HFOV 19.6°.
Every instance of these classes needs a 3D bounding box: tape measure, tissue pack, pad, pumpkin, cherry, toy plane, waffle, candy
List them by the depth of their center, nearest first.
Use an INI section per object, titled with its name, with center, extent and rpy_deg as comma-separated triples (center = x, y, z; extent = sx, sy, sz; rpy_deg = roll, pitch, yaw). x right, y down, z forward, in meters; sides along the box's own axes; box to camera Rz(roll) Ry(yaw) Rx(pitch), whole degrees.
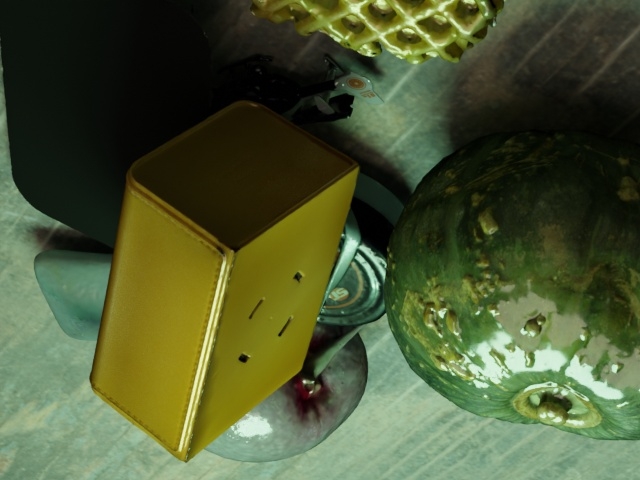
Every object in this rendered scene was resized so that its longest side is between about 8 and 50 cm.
[waffle]
center = 0.044, -0.251, 1.589
extent = 0.254, 0.052, 0.245
rpy_deg = 15, 141, 5
[pumpkin]
center = 0.225, 0.038, 1.698
extent = 0.328, 0.257, 0.291
rpy_deg = 18, 155, -11
[tissue pack]
center = -0.096, 0.034, 1.736
extent = 0.145, 0.194, 0.274
rpy_deg = 36, 133, 21
[toy plane]
center = -0.036, -0.136, 1.762
extent = 0.197, 0.053, 0.078
rpy_deg = -11, 141, 33
[pad]
center = -0.227, -0.149, 1.831
extent = 0.315, 0.063, 0.375
rpy_deg = 25, 140, 16
[tape measure]
center = 0.004, 0.003, 1.864
extent = 0.181, 0.107, 0.182
rpy_deg = 40, 138, -21
[cherry]
center = -0.060, 0.146, 1.988
extent = 0.213, 0.183, 0.266
rpy_deg = -11, 169, -36
[candy]
center = -0.222, 0.066, 2.055
extent = 0.174, 0.071, 0.138
rpy_deg = 2, 139, 18
